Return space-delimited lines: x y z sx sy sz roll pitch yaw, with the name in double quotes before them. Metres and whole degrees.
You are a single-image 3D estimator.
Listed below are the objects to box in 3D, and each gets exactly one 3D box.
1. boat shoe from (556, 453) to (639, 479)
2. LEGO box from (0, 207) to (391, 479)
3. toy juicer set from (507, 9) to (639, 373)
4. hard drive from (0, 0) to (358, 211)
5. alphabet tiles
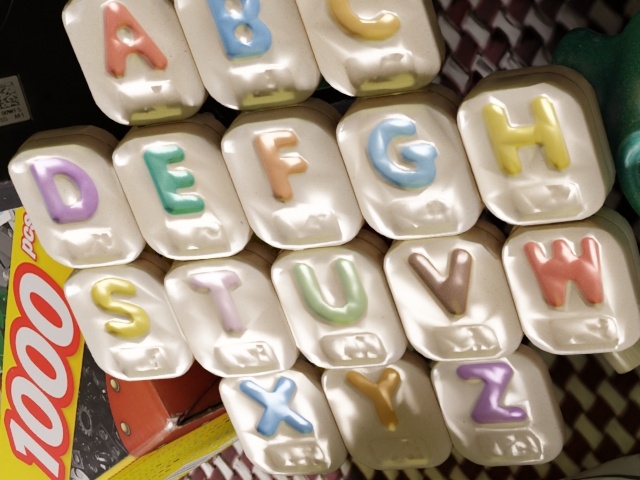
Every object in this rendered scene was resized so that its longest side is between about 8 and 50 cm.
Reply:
"boat shoe" 0.091 0.197 1.028 0.301 0.102 0.108 -29 84 54
"LEGO box" -0.209 0.001 1.229 0.500 0.193 0.372 -39 77 52
"toy juicer set" 0.194 -0.016 0.826 0.329 0.089 0.209 1 127 53
"hard drive" -0.166 -0.134 0.963 0.064 0.339 0.237 134 118 -67
"alphabet tiles" 0.000 0.000 0.862 0.284 0.021 0.278 -5 121 24
